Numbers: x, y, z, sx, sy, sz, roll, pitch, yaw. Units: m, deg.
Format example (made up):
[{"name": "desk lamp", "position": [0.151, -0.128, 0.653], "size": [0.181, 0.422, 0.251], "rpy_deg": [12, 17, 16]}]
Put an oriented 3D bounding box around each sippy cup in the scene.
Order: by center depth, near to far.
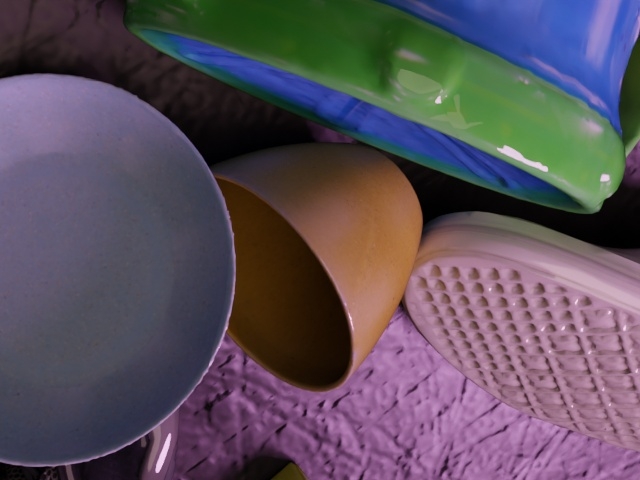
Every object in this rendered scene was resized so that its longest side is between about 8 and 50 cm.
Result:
[{"name": "sippy cup", "position": [0.058, -0.156, 0.497], "size": [0.240, 0.305, 0.224], "rpy_deg": [23, 92, 18]}]

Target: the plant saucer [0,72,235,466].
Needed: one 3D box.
[{"name": "plant saucer", "position": [-0.136, 0.015, 0.553], "size": [0.195, 0.037, 0.195], "rpy_deg": [0, 87, 5]}]

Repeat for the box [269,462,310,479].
[{"name": "box", "position": [-0.050, 0.240, 0.704], "size": [0.178, 0.042, 0.109], "rpy_deg": [-40, 118, -2]}]

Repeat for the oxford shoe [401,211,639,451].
[{"name": "oxford shoe", "position": [0.252, 0.064, 0.704], "size": [0.449, 0.169, 0.130], "rpy_deg": [19, 62, -18]}]

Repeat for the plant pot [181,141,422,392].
[{"name": "plant pot", "position": [0.000, 0.000, 0.589], "size": [0.095, 0.134, 0.134], "rpy_deg": [-36, 121, -31]}]

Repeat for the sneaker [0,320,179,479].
[{"name": "sneaker", "position": [-0.158, 0.134, 0.597], "size": [0.130, 0.087, 0.227], "rpy_deg": [12, 111, -30]}]
